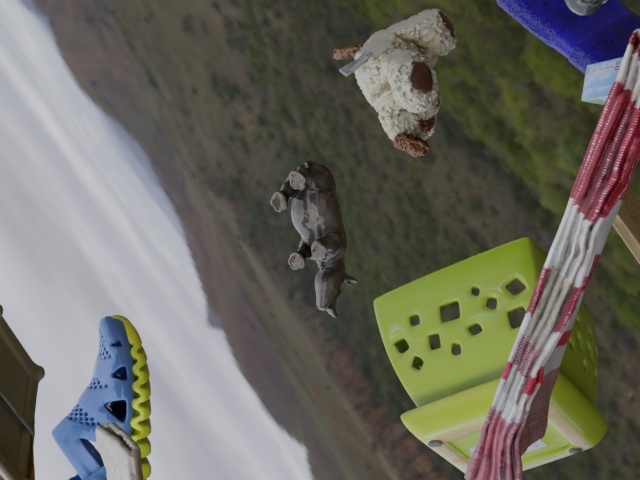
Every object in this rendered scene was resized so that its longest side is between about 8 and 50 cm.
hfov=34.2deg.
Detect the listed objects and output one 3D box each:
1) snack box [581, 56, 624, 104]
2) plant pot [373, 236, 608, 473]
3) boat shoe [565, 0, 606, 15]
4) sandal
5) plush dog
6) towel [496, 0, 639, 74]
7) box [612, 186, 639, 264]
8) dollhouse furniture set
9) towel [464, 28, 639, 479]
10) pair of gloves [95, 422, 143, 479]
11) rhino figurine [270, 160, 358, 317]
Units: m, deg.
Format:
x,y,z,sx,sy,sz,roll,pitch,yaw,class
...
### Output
x,y,z,sx,sy,sz,roll,pitch,yaw,class
0.559,-0.246,1.694,0.174,0.207,0.070,-160,80,-78,snack box
0.221,0.164,1.299,0.228,0.227,0.207,43,-148,-43,plant pot
0.403,-0.452,1.489,0.121,0.335,0.119,29,144,1,boat shoe
-0.296,0.258,1.400,0.126,0.138,0.317,145,126,-77,sandal
0.150,-0.274,1.936,0.262,0.211,0.225,-67,-37,-45,plush dog
0.508,-0.420,1.984,0.308,0.228,0.076,43,139,20,towel
0.467,-0.013,1.526,0.201,0.021,0.164,53,-154,-13,box
-0.450,0.151,1.199,0.301,0.151,0.197,73,-173,-45,dollhouse furniture set
0.201,0.015,0.794,0.037,0.328,0.237,21,-170,16,towel
-0.139,0.286,0.865,0.240,0.042,0.204,35,132,50,pair of gloves
0.000,0.000,1.484,0.106,0.073,0.243,-46,-54,-58,rhino figurine
